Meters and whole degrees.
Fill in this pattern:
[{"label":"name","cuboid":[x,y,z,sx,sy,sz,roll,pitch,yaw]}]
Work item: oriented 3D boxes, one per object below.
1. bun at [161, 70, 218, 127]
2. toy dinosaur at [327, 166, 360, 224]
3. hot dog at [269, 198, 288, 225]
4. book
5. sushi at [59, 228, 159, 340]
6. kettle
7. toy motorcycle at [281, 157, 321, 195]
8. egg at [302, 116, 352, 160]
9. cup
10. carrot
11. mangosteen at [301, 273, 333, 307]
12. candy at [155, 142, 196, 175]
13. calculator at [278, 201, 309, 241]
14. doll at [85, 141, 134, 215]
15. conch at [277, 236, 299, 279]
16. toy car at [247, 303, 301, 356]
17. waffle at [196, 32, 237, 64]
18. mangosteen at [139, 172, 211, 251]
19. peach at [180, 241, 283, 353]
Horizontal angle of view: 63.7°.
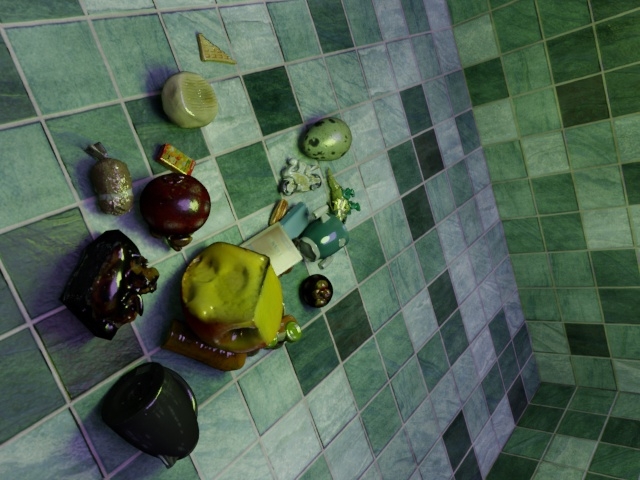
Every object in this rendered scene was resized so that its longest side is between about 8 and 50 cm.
[{"label":"bun","cuboid":[-0.434,-0.457,1.695,0.193,0.127,0.179,-26,104,-56]},{"label":"toy dinosaur","cuboid":[0.084,-0.193,2.228,0.153,0.094,0.260,-6,82,-49]},{"label":"hot dog","cuboid":[-0.163,-0.103,1.998,0.056,0.041,0.133,34,70,-38]},{"label":"book","cuboid":[-0.202,0.060,1.873,0.241,0.018,0.170,-34,92,-25]},{"label":"sushi","cuboid":[-0.571,0.120,1.431,0.227,0.212,0.216,-52,122,-34]},{"label":"kettle","cuboid":[-0.461,0.508,1.535,0.290,0.207,0.268,59,22,-31]},{"label":"toy motorcycle","cuboid":[-0.082,-0.261,2.071,0.228,0.074,0.151,-21,97,-42]},{"label":"egg","cuboid":[0.024,-0.412,2.122,0.228,0.177,0.177,-24,103,-28]},{"label":"cup","cuboid":[0.000,0.000,2.067,0.173,0.167,0.300,-38,138,-32]},{"label":"carrot","cuboid":[-0.378,0.346,1.681,0.301,0.114,0.114,32,64,-35]},{"label":"mangosteen","cuboid":[-0.006,0.204,2.044,0.137,0.151,0.137,-3,99,-19]},{"label":"candy","cuboid":[-0.474,-0.260,1.691,0.122,0.038,0.062,33,63,-39]},{"label":"calculator","cuboid":[-0.108,-0.062,2.019,0.210,0.039,0.121,-48,143,-36]},{"label":"doll","cuboid":[-0.609,-0.180,1.505,0.105,0.114,0.222,-13,89,-35]},{"label":"conch","cuboid":[-0.143,0.087,1.944,0.232,0.080,0.086,-42,102,-18]},{"label":"toy car","cuboid":[-0.199,0.289,1.867,0.235,0.145,0.235,21,54,-33]},{"label":"waffle","cuboid":[-0.370,-0.686,1.852,0.152,0.023,0.098,-11,95,-44]},{"label":"mangosteen","cuboid":[-0.448,-0.082,1.603,0.215,0.215,0.258,-31,139,-43]},{"label":"peach","cuboid":[-0.285,0.183,1.655,0.243,0.305,0.381,81,7,-46]}]
